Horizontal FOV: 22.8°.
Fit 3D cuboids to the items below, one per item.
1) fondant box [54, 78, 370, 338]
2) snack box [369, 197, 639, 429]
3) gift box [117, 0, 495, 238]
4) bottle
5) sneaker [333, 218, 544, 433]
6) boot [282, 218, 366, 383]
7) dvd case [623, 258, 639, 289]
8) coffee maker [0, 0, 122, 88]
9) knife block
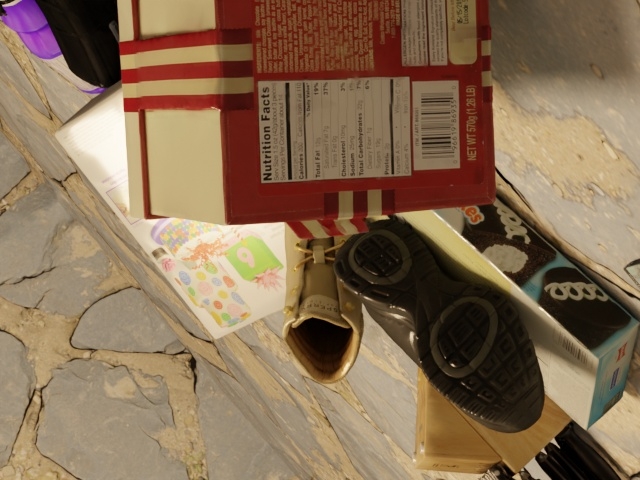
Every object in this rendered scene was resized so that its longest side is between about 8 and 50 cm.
[{"bbox_3d":[-0.124,-0.066,1.889,0.238,0.096,0.330,-26,106,37],"label":"fondant box"},{"bbox_3d":[0.169,0.030,1.559,0.322,0.060,0.187,44,164,23],"label":"snack box"},{"bbox_3d":[-0.005,-0.122,1.239,0.258,0.276,0.255,-171,82,-65],"label":"gift box"},{"bbox_3d":[-0.346,-0.288,2.070,0.283,0.092,0.118,39,-150,-66],"label":"bottle"},{"bbox_3d":[0.130,0.092,1.542,0.286,0.109,0.130,50,176,43],"label":"sneaker"},{"bbox_3d":[0.000,0.000,1.665,0.203,0.095,0.262,-85,-7,-48],"label":"boot"},{"bbox_3d":[0.301,0.046,1.296,0.087,0.013,0.119,50,167,-3],"label":"dvd case"},{"bbox_3d":[-0.300,-0.280,1.950,0.120,0.171,0.178,60,175,45],"label":"coffee maker"},{"bbox_3d":[0.230,0.198,1.806,0.088,0.242,0.275,108,165,-72],"label":"knife block"}]
